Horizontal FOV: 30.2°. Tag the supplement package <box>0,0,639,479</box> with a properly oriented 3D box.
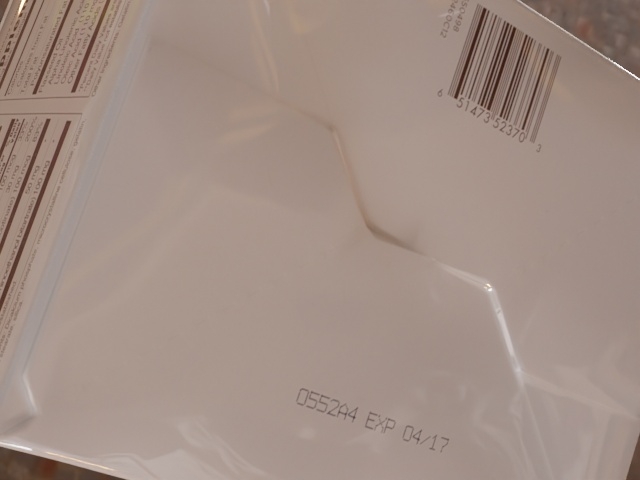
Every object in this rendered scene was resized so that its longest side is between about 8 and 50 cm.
[{"bbox_3d":[0.000,0.000,0.467,0.262,0.204,0.145,24,171,-33],"label":"supplement package"}]
